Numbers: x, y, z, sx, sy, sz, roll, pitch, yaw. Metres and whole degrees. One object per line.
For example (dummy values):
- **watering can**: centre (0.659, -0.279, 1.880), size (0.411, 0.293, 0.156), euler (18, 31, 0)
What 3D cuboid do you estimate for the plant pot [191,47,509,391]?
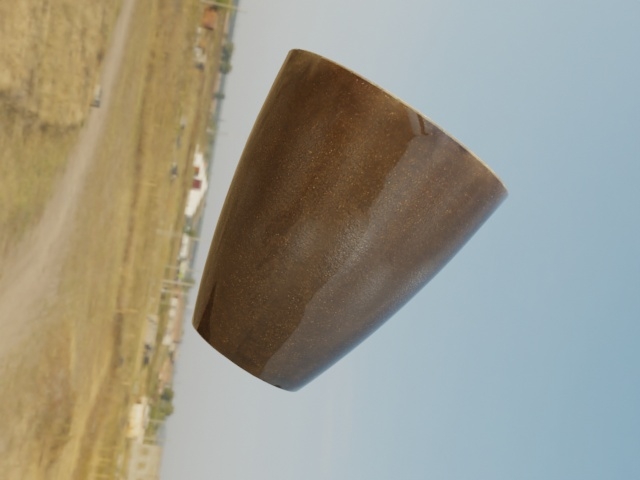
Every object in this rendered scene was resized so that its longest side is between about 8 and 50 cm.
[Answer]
- **plant pot**: centre (0.000, 0.000, 0.646), size (0.230, 0.215, 0.215), euler (-56, -169, 2)
